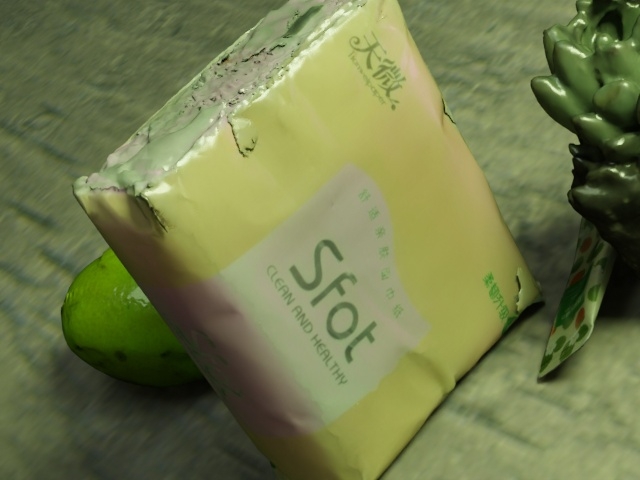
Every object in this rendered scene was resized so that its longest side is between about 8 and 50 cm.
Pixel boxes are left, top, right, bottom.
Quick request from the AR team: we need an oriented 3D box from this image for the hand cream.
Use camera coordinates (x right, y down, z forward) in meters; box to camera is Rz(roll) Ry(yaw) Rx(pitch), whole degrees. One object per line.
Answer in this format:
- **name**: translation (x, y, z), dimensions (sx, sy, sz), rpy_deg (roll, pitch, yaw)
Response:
- **hand cream**: translation (0.172, 0.016, 0.917), dimensions (0.057, 0.037, 0.165), rpy_deg (-51, 9, 49)

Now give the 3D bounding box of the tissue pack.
- **tissue pack**: translation (0.000, 0.000, 0.879), dimensions (0.215, 0.257, 0.123), rpy_deg (-46, 31, -22)

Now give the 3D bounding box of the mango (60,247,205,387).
- **mango**: translation (-0.110, 0.048, 1.058), dimensions (0.178, 0.100, 0.119), rpy_deg (-1, 40, 29)

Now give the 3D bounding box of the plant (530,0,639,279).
- **plant**: translation (0.209, -0.059, 0.841), dimensions (0.129, 0.194, 0.132), rpy_deg (-21, 32, 25)
